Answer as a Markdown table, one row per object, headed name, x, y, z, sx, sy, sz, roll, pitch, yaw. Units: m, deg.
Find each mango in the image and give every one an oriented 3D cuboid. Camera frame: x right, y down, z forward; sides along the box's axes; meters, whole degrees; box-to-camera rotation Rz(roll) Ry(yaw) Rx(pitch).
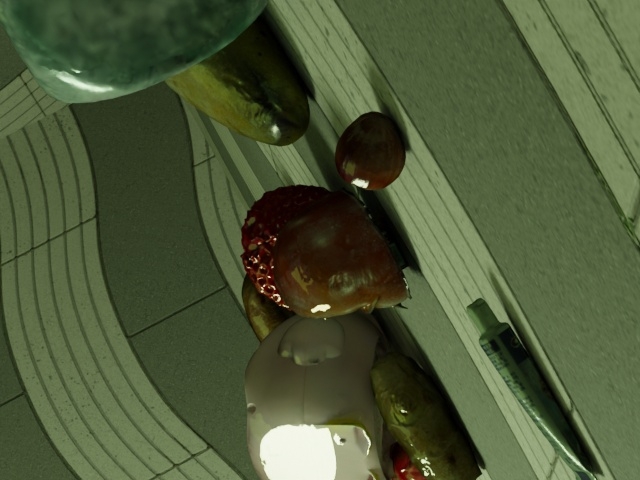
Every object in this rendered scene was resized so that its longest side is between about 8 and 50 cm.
| name | x | y | z | sx | sy | sz | roll | pitch | yaw |
| --- | --- | --- | --- | --- | --- | --- | --- | --- | --- |
| mango | -0.125 | -0.254 | 1.701 | 0.329 | 0.176 | 0.176 | 39 | -163 | 20 |

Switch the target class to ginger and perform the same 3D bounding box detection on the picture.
| name | x | y | z | sx | sy | sz | roll | pitch | yaw |
| --- | --- | --- | --- | --- | --- | --- | --- | --- | --- |
| ginger | 0.165 | 0.300 | 1.887 | 0.263 | 0.109 | 0.116 | 60 | 146 | 14 |

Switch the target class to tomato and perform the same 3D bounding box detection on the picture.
| name | x | y | z | sx | sy | sz | roll | pitch | yaw |
| --- | --- | --- | --- | --- | --- | --- | --- | --- | --- |
| tomato | 0.013 | 0.035 | 1.587 | 0.214 | 0.155 | 0.181 | -160 | 46 | -82 |

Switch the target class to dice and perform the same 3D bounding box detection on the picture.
| name | x | y | z | sx | sy | sz | roll | pitch | yaw |
| --- | --- | --- | --- | --- | --- | --- | --- | --- | --- |
| dice | -0.277 | -0.396 | 1.472 | 0.330 | 0.328 | 0.348 | 67 | 173 | -33 |

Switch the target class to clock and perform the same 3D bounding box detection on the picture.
| name | x | y | z | sx | sy | sz | roll | pitch | yaw |
| --- | --- | --- | --- | --- | --- | --- | --- | --- | --- |
| clock | 0.004 | 0.279 | 2.113 | 0.377 | 0.250 | 0.368 | -75 | -23 | -56 |

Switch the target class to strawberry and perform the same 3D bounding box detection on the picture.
| name | x | y | z | sx | sy | sz | roll | pitch | yaw |
| --- | --- | --- | --- | --- | --- | --- | --- | --- | --- |
| strawberry | -0.012 | 0.005 | 1.818 | 0.244 | 0.205 | 0.205 | -3 | 116 | 61 |

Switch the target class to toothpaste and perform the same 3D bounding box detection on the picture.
| name | x | y | z | sx | sy | sz | roll | pitch | yaw |
| --- | --- | --- | --- | --- | --- | --- | --- | --- | --- |
| toothpaste | 0.213 | 0.153 | 1.177 | 0.216 | 0.037 | 0.062 | 58 | 173 | 4 |

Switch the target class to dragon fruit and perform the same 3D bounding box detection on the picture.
| name | x | y | z | sx | sy | sz | roll | pitch | yaw |
| --- | --- | --- | --- | --- | --- | --- | --- | --- | --- |
| dragon fruit | 0.182 | 0.384 | 2.003 | 0.166 | 0.133 | 0.136 | -128 | 19 | -68 |

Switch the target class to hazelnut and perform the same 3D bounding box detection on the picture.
| name | x | y | z | sx | sy | sz | roll | pitch | yaw |
| --- | --- | --- | --- | --- | --- | --- | --- | --- | --- |
| hazelnut | 0.053 | -0.096 | 1.246 | 0.086 | 0.086 | 0.086 | 61 | 174 | 11 |

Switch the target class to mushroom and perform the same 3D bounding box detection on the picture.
| name | x | y | z | sx | sy | sz | roll | pitch | yaw |
| --- | --- | --- | --- | --- | --- | --- | --- | --- | --- |
| mushroom | -0.065 | 0.112 | 2.441 | 0.195 | 0.263 | 0.283 | 2 | 125 | 31 |

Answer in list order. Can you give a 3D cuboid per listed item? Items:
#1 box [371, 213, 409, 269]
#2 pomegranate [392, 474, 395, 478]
| name | x | y | z | sx | sy | sz | roll | pitch | yaw |
| --- | --- | --- | --- | --- | --- | --- | --- | --- | --- |
| box | 0.091 | 0.005 | 1.601 | 0.082 | 0.023 | 0.051 | 62 | 173 | 1 |
| pomegranate | 0.076 | 0.478 | 2.432 | 0.322 | 0.322 | 0.322 | 61 | 174 | 11 |
